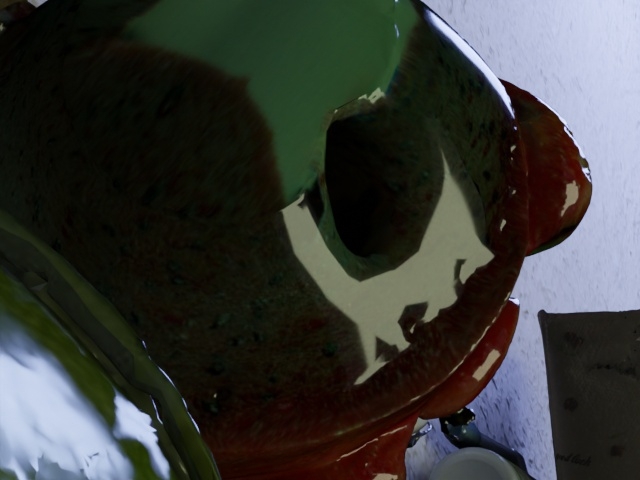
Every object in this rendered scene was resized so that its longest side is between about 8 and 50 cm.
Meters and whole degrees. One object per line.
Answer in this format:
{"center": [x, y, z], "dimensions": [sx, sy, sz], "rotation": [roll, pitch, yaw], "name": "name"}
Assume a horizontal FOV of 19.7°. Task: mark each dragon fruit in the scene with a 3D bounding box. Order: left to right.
{"center": [-0.033, -0.017, 0.727], "dimensions": [0.130, 0.268, 0.295], "rotation": [85, 20, -44], "name": "dragon fruit"}

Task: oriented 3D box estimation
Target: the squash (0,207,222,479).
{"center": [-0.199, 0.095, 0.280], "dimensions": [0.384, 0.263, 0.263], "rotation": [4, 78, -66], "name": "squash"}

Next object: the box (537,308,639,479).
{"center": [0.255, 0.198, 1.244], "dimensions": [0.225, 0.190, 0.297], "rotation": [45, 40, -74], "name": "box"}

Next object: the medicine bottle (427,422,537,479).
{"center": [0.118, 0.167, 1.226], "dimensions": [0.221, 0.061, 0.092], "rotation": [40, 30, -68], "name": "medicine bottle"}

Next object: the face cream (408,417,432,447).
{"center": [0.000, 0.000, 1.027], "dimensions": [0.092, 0.058, 0.243], "rotation": [-28, 102, -61], "name": "face cream"}

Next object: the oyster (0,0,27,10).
{"center": [-0.147, -0.107, 0.632], "dimensions": [0.166, 0.094, 0.294], "rotation": [56, 37, -34], "name": "oyster"}
